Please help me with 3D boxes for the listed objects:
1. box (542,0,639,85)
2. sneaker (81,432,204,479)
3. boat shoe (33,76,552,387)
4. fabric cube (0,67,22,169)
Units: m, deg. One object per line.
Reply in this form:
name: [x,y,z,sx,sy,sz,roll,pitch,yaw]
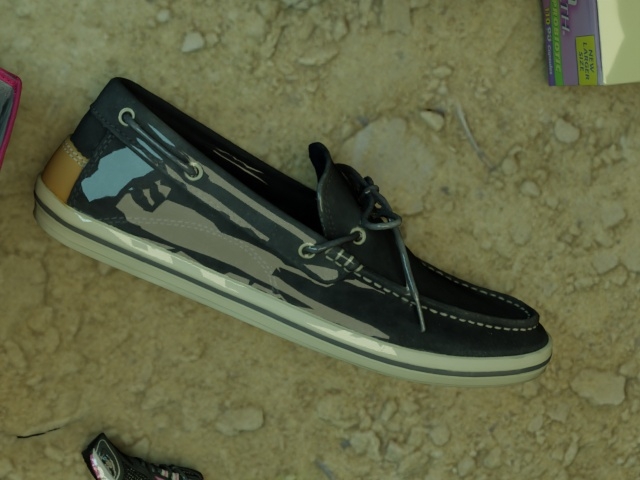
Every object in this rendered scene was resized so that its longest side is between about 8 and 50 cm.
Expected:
box: [0.341,-0.263,1.101,0.243,0.117,0.213,-9,99,-13]
sneaker: [-0.154,0.241,1.122,0.077,0.072,0.178,-45,116,-14]
boat shoe: [0.000,0.000,1.045,0.500,0.187,0.156,22,101,-12]
fabric cube: [-0.401,-0.015,0.861,0.259,0.254,0.258,23,119,-18]
